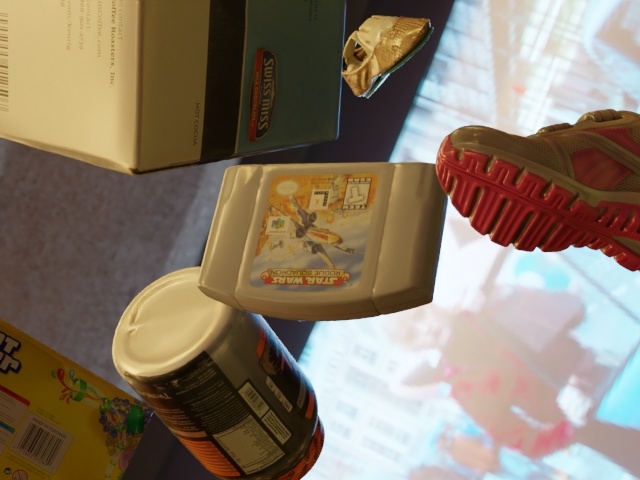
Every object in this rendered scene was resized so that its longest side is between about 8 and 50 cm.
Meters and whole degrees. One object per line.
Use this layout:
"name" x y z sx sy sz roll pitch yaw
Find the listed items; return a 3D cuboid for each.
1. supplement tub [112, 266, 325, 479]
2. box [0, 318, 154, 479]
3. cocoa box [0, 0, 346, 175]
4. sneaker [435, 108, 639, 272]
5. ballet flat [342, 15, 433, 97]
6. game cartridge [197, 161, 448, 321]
"supplement tub" -0.136 0.214 1.744 0.207 0.207 0.338 -58 -44 -27
"box" -0.369 0.202 1.177 0.279 0.290 0.177 -36 25 52
"cocoa box" -0.127 -0.249 0.922 0.228 0.231 0.347 -14 -67 -49
"sneaker" 0.212 -0.051 0.963 0.103 0.252 0.111 127 155 -57
"ballet flat" 0.065 -0.222 1.390 0.073 0.067 0.206 -51 6 -21
"game cartridge" 0.000 0.000 1.444 0.062 0.297 0.198 60 -144 -52
